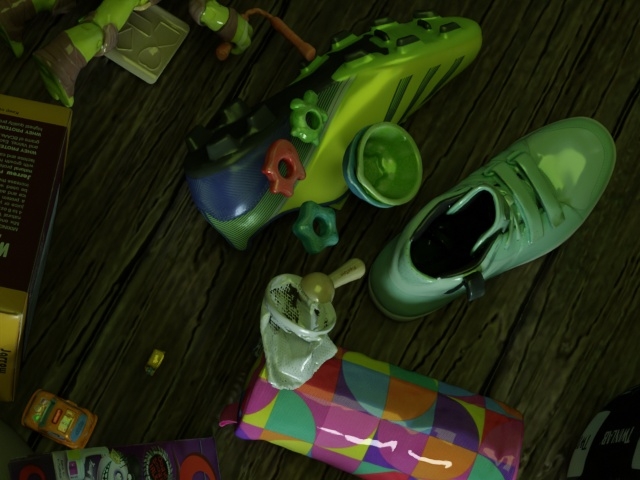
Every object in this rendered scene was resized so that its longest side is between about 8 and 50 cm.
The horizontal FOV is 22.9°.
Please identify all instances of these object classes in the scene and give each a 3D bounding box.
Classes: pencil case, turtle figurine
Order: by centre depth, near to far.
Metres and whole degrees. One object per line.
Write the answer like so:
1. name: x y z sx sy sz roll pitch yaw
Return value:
1. pencil case: 0.044 0.146 1.270 0.236 0.104 0.104 20 78 -3
2. turtle figurine: -0.148 -0.206 1.289 0.217 0.087 0.269 -40 82 -17

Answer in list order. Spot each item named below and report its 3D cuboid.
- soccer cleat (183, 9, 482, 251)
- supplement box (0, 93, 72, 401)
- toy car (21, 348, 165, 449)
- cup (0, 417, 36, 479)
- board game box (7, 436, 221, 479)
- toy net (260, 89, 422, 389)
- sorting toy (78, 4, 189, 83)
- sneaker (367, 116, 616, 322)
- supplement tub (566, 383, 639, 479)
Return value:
1. soccer cleat: 0.018 -0.095 1.325 0.289 0.093 0.121 -32 117 -17
2. supplement box: -0.302 -0.006 1.187 0.191 0.129 0.194 11 54 -7
3. toy car: -0.182 0.115 1.265 0.060 0.040 0.122 43 77 0
4. cup: -0.337 0.248 1.117 0.331 0.237 0.331 2 80 -9
5. board game box: -0.126 0.323 1.164 0.056 0.208 0.347 -13 81 24
6. toy net: 0.000 0.000 1.214 0.122 0.045 0.232 34 61 -32
7. sorting toy: -0.160 -0.177 1.335 0.083 0.012 0.062 32 74 -2
8. sneaker: 0.160 -0.027 1.288 0.256 0.151 0.094 -37 86 -14
9. supplement tub: 0.308 0.194 1.176 0.207 0.338 0.207 2 79 -9
